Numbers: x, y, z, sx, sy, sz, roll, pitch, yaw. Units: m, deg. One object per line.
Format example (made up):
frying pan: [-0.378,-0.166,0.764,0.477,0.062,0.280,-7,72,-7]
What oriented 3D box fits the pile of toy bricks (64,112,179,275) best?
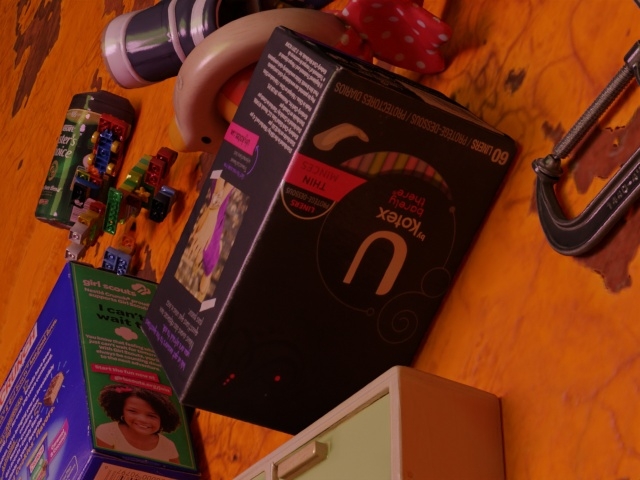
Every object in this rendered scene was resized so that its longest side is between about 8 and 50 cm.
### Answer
pile of toy bricks: [-0.217,-0.060,1.638,0.105,0.118,0.212,-58,-9,-50]

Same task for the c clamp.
c clamp: [0.188,-0.073,0.934,0.160,0.022,0.137,-56,34,24]

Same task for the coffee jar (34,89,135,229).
coffee jar: [-0.302,-0.103,1.832,0.096,0.079,0.184,3,75,63]

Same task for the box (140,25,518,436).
box: [0.000,0.000,1.076,0.270,0.165,0.143,-65,26,12]

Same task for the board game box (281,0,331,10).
board game box: [0.032,-0.343,1.372,0.194,0.060,0.194,-19,56,58]

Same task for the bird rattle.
bird rattle: [-0.015,-0.125,1.175,0.253,0.207,0.143,-50,50,53]

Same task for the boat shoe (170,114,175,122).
boat shoe: [-0.124,-0.164,1.561,0.135,0.050,0.045,-40,35,37]

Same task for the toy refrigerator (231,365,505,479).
toy refrigerator: [0.010,0.193,1.005,0.269,0.094,0.102,-41,39,46]

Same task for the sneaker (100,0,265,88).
sneaker: [-0.096,-0.238,1.474,0.153,0.099,0.282,-11,21,28]

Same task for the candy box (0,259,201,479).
candy box: [-0.249,0.219,1.459,0.268,0.122,0.317,-59,29,24]
